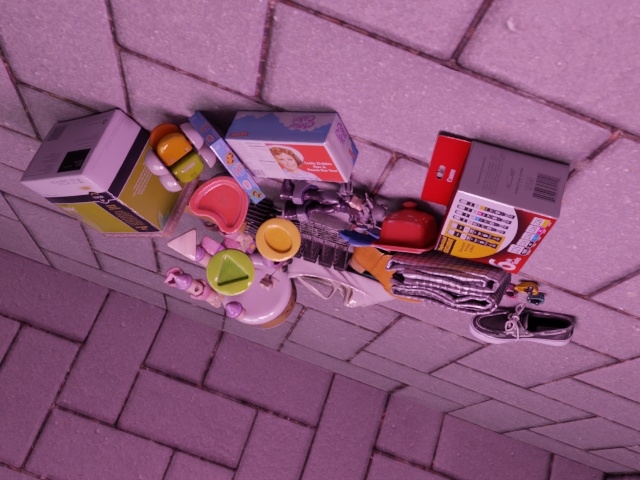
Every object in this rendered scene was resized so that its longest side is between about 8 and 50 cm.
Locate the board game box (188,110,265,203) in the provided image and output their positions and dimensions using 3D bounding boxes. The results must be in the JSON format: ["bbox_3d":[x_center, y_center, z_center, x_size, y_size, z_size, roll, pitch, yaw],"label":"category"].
[{"bbox_3d":[-0.227,-0.202,1.578,0.160,0.039,0.211,50,176,46],"label":"board game box"}]

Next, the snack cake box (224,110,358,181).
[{"bbox_3d":[-0.065,-0.216,1.481,0.264,0.089,0.152,7,152,27],"label":"snack cake box"}]

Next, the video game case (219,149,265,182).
[{"bbox_3d":[-0.182,-0.203,1.700,0.119,0.015,0.166,31,155,-24],"label":"video game case"}]

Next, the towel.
[{"bbox_3d":[0.329,0.088,1.640,0.284,0.235,0.121,8,110,24],"label":"towel"}]

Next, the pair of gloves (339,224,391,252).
[{"bbox_3d":[0.141,-0.005,1.729,0.159,0.023,0.198,19,-161,22],"label":"pair of gloves"}]

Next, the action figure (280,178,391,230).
[{"bbox_3d":[0.042,-0.098,1.661,0.285,0.099,0.185,9,148,15],"label":"action figure"}]

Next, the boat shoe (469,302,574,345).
[{"bbox_3d":[0.608,0.256,1.968,0.306,0.113,0.105,8,148,20],"label":"boat shoe"}]

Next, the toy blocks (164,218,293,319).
[{"bbox_3d":[-0.315,0.060,1.985,0.309,0.288,0.260,26,168,30],"label":"toy blocks"}]

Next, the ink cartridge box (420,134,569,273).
[{"bbox_3d":[0.351,-0.071,1.416,0.272,0.130,0.309,17,158,9],"label":"ink cartridge box"}]

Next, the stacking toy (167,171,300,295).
[{"bbox_3d":[-0.239,-0.020,1.788,0.309,0.279,0.130,42,-173,-11],"label":"stacking toy"}]

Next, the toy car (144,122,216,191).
[{"bbox_3d":[-0.372,-0.229,1.664,0.136,0.159,0.182,48,173,31],"label":"toy car"}]

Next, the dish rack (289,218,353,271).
[{"bbox_3d":[0.000,0.000,1.942,0.208,0.074,0.271,16,155,6],"label":"dish rack"}]

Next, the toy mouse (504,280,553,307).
[{"bbox_3d":[0.583,0.152,1.855,0.161,0.031,0.143,10,155,23],"label":"toy mouse"}]

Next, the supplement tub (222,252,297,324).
[{"bbox_3d":[-0.207,0.185,2.261,0.241,0.241,0.331,17,170,6],"label":"supplement tub"}]

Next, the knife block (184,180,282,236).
[{"bbox_3d":[-0.256,-0.079,1.942,0.276,0.088,0.242,1,150,36],"label":"knife block"}]

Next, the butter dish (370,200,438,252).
[{"bbox_3d":[0.223,-0.040,1.623,0.160,0.118,0.160,5,-165,30],"label":"butter dish"}]

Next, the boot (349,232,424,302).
[{"bbox_3d":[0.232,0.082,1.891,0.295,0.104,0.211,25,157,-4],"label":"boot"}]

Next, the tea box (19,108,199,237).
[{"bbox_3d":[-0.591,-0.173,1.836,0.329,0.220,0.323,1,150,39],"label":"tea box"}]

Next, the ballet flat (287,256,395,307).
[{"bbox_3d":[0.067,0.149,2.137,0.400,0.139,0.139,24,157,-10],"label":"ballet flat"}]
